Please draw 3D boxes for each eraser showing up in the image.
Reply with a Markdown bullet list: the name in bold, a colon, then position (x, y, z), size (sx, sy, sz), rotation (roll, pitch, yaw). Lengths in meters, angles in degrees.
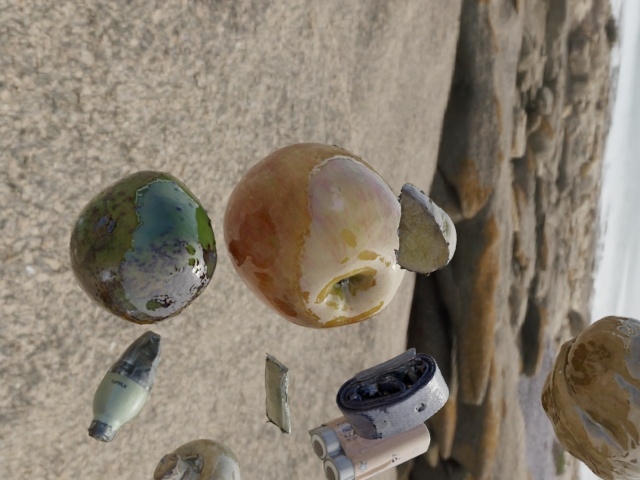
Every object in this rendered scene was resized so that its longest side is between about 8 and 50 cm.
- **eraser**: position (0.131, 0.513, 1.877), size (0.290, 0.171, 0.087), rotation (-14, 151, -32)

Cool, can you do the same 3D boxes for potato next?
- **potato**: position (0.184, -0.029, 1.201), size (0.089, 0.100, 0.172), rotation (-48, 145, -41)

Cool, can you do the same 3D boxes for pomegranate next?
- **pomegranate**: position (-0.307, 0.029, 1.386), size (0.340, 0.284, 0.285), rotation (36, 65, -63)

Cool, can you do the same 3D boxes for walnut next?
- **walnut**: position (0.541, 0.277, 1.288), size (0.285, 0.285, 0.296), rotation (-56, 172, -45)

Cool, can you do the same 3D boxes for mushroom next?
- **mushroom**: position (-0.313, 0.577, 1.798), size (0.195, 0.253, 0.189), rotation (52, 29, -25)

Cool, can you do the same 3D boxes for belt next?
- **belt**: position (0.150, 0.324, 1.553), size (0.140, 0.230, 0.126), rotation (-105, 168, -55)

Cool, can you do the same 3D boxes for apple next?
- **apple**: position (0.000, 0.000, 1.533), size (0.391, 0.346, 0.392), rotation (-15, 130, -19)

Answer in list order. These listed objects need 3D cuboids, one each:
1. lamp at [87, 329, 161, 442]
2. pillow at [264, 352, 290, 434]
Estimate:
- **lamp**: position (-0.375, 0.277, 1.408), size (0.101, 0.101, 0.250), rotation (72, 30, -45)
- **pillow**: position (-0.118, 0.418, 1.982), size (0.053, 0.119, 0.208), rotation (-7, 105, -25)
